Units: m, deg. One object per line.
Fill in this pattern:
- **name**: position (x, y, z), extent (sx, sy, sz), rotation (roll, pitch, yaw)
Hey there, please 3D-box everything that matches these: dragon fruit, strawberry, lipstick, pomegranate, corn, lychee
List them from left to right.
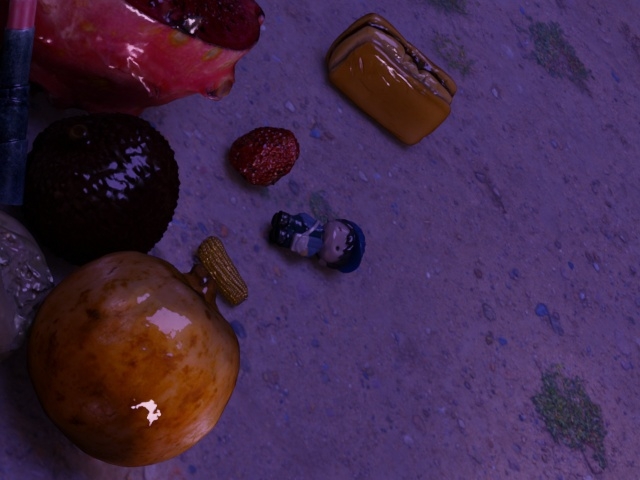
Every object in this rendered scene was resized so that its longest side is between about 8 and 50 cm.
- **lipstick**: position (-0.335, -0.156, 1.781), extent (0.053, 0.053, 0.234), rotation (8, 93, -44)
- **dragon fruit**: position (-0.267, -0.285, 1.962), extent (0.386, 0.249, 0.371), rotation (24, 30, -39)
- **lychee**: position (-0.249, -0.056, 1.844), extent (0.194, 0.194, 0.194), rotation (27, 45, -31)
- **pomegranate**: position (-0.193, 0.120, 1.725), extent (0.248, 0.248, 0.248), rotation (27, 45, -31)
- **corn**: position (-0.121, 0.039, 2.026), extent (0.092, 0.037, 0.037), rotation (56, 37, 4)
- **strawberry**: position (-0.071, -0.113, 2.154), extent (0.083, 0.096, 0.083), rotation (45, 30, -36)

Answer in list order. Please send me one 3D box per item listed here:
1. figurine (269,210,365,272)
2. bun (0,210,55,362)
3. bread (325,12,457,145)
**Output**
- **figurine**: position (-0.004, 0.002, 2.169), extent (0.136, 0.079, 0.077), rotation (12, 74, -16)
- **bun**: position (-0.377, 0.028, 1.696), extent (0.237, 0.116, 0.210), rotation (16, 50, -36)
- **bread**: position (0.104, -0.237, 2.415), extent (0.200, 0.116, 0.077), rotation (39, 35, -19)
